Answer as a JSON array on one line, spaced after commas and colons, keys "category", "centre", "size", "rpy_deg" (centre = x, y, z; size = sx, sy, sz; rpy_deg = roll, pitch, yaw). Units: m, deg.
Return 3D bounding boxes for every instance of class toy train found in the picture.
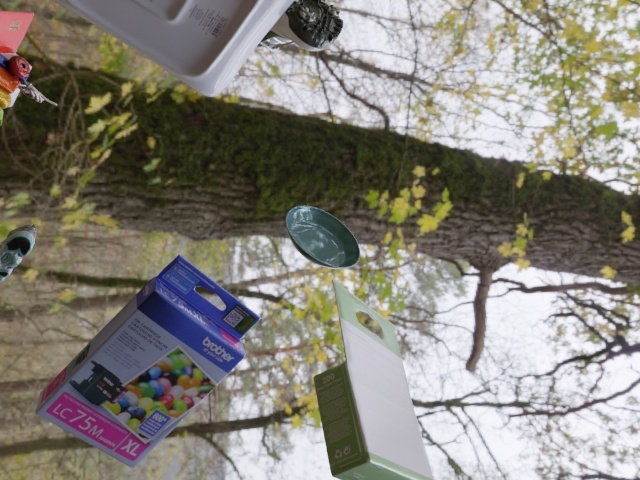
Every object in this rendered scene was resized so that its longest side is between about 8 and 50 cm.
[{"category": "toy train", "centre": [-0.610, -0.275, 1.109], "size": [0.248, 0.105, 0.143], "rpy_deg": [41, 42, -54]}]

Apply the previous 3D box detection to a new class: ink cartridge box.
[{"category": "ink cartridge box", "centre": [0.059, 0.186, 0.731], "size": [0.056, 0.171, 0.235], "rpy_deg": [-31, -133, 20]}, {"category": "ink cartridge box", "centre": [-0.753, -0.390, 1.286], "size": [0.239, 0.060, 0.275], "rpy_deg": [-48, -179, 24]}, {"category": "ink cartridge box", "centre": [-0.256, 0.190, 0.899], "size": [0.311, 0.186, 0.065], "rpy_deg": [-46, -155, 1]}]

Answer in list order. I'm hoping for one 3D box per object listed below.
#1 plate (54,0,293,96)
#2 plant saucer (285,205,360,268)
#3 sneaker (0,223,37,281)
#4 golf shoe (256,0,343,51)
[{"category": "plate", "centre": [-0.186, -0.310, 0.691], "size": [0.277, 0.278, 0.045], "rpy_deg": [-35, -146, 45]}, {"category": "plant saucer", "centre": [0.000, 0.000, 0.816], "size": [0.021, 0.120, 0.119], "rpy_deg": [-54, -143, 33]}, {"category": "sneaker", "centre": [-0.416, 0.015, 0.781], "size": [0.038, 0.098, 0.069], "rpy_deg": [51, 7, -26]}, {"category": "golf shoe", "centre": [-0.054, -0.331, 0.884], "size": [0.120, 0.105, 0.272], "rpy_deg": [-63, -143, 29]}]
